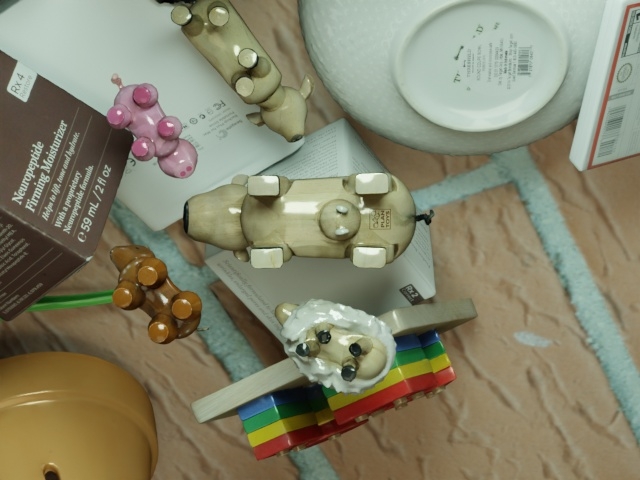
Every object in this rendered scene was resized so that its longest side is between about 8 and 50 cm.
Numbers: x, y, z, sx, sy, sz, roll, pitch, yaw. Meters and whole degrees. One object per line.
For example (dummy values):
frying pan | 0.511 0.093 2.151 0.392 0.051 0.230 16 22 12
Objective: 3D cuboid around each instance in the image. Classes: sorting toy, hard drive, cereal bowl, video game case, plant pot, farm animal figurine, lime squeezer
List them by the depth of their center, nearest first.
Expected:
cereal bowl | 0.144 -0.207 1.685 0.339 0.141 0.339 0 131 -1
farm animal figurine | -0.051 -0.049 1.707 0.327 0.172 0.330 17 94 3
video game case | 0.379 -0.180 1.713 0.285 0.025 0.204 -15 136 -23
hard drive | -0.188 -0.153 1.789 0.203 0.040 0.307 -29 126 23
sorting toy | 0.033 0.158 1.943 0.257 0.089 0.255 -26 171 21
lime squeezer | -0.371 0.040 1.961 0.310 0.059 0.110 24 97 -20
plant pot | -0.314 0.297 2.042 0.291 0.203 0.291 -11 136 -11

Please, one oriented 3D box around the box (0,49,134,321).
box | -0.323 -0.060 1.740 0.203 0.168 0.167 33 139 -23

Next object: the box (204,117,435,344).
box | 0.000 0.000 1.880 0.182 0.119 0.181 -26 127 20
